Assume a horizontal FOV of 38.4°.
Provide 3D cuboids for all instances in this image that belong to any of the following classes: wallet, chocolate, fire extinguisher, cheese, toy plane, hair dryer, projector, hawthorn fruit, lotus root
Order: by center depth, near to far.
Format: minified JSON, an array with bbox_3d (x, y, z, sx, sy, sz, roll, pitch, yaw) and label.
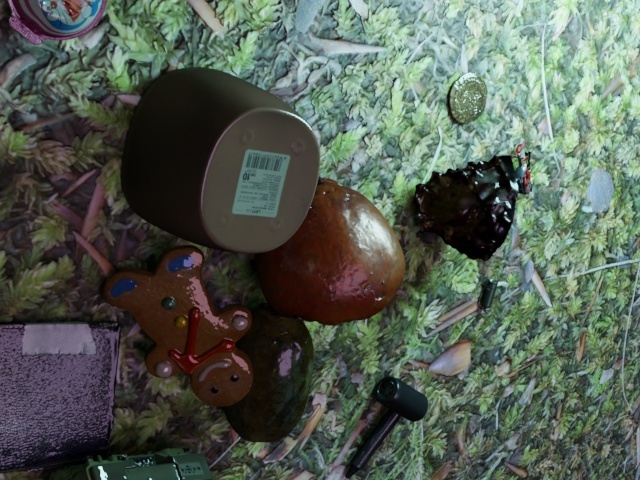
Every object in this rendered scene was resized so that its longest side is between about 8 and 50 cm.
[{"bbox_3d":[-0.356,-0.391,1.325,0.244,0.062,0.155,-54,130,-8],"label":"cheese"},{"bbox_3d":[-0.451,0.258,1.526,0.221,0.071,0.262,3,103,-34],"label":"wallet"},{"bbox_3d":[-0.345,0.443,1.622,0.193,0.088,0.270,-40,151,28],"label":"projector"},{"bbox_3d":[0.000,0.000,1.660,0.276,0.276,0.307,-27,103,-28],"label":"hawthorn fruit"},{"bbox_3d":[-0.098,0.255,1.741,0.160,0.152,0.274,-4,110,-32],"label":"lotus root"},{"bbox_3d":[0.285,-0.078,1.908,0.177,0.206,0.224,9,88,-11],"label":"chocolate"},{"bbox_3d":[0.126,0.427,2.058,0.255,0.070,0.128,-53,131,-2],"label":"hair dryer"},{"bbox_3d":[0.460,-0.156,2.093,0.060,0.037,0.145,-37,129,-26],"label":"toy plane"},{"bbox_3d":[0.393,0.133,2.170,0.038,0.025,0.083,12,103,-3],"label":"fire extinguisher"}]

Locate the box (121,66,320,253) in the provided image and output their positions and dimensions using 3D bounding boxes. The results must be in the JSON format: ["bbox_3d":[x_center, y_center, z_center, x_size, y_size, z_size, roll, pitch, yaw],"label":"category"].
[{"bbox_3d":[-0.150,-0.124,1.502,0.301,0.216,0.300,-15,115,-35],"label":"box"}]

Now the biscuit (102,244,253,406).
[{"bbox_3d":[-0.219,0.163,1.596,0.206,0.049,0.323,-25,115,-1],"label":"biscuit"}]

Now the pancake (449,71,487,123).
[{"bbox_3d":[0.312,-0.299,1.930,0.115,0.011,0.114,-16,118,-33],"label":"pancake"}]
